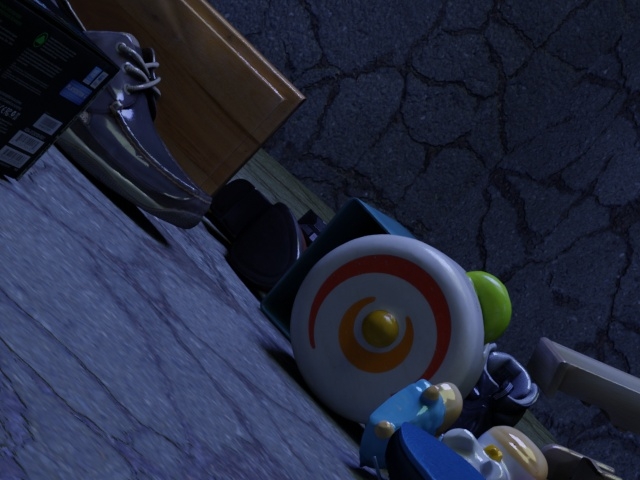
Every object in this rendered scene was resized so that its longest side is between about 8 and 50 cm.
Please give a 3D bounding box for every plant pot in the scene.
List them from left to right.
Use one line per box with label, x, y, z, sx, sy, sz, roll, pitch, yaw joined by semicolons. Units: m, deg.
plant pot;0.084;0.082;2.047;0.165;0.166;0.234;46;12;24

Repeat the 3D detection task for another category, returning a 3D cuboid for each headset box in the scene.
headset box;-0.324;-0.204;1.366;0.283;0.131;0.246;45;3;17
headset box;0.000;0.000;2.263;0.062;0.032;0.083;47;-5;11

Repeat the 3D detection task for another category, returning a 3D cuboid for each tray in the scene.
tray;-0.233;-0.233;2.061;0.411;0.203;0.076;44;5;1

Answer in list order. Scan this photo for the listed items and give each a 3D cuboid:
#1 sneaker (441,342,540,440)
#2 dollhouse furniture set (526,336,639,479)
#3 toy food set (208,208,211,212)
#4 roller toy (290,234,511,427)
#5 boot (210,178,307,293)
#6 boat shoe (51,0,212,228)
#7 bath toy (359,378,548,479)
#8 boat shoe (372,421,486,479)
sneaker;0.178;0.195;2.106;0.101;0.153;0.268;43;4;-2
dollhouse furniture set;0.270;0.254;1.956;0.161;0.242;0.212;23;8;-8
toy food set;-0.111;-0.020;2.355;0.192;0.038;0.132;48;9;-22
roller toy;0.069;0.094;1.815;0.191;0.209;0.146;31;2;13
boot;-0.011;0.074;2.206;0.280;0.096;0.264;50;-7;-27
boat shoe;-0.233;-0.162;1.849;0.355;0.130;0.132;44;4;7
bath toy;0.180;0.274;1.590;0.348;0.151;0.129;47;-30;33
boat shoe;0.083;0.224;1.394;0.109;0.089;0.258;30;12;-13
